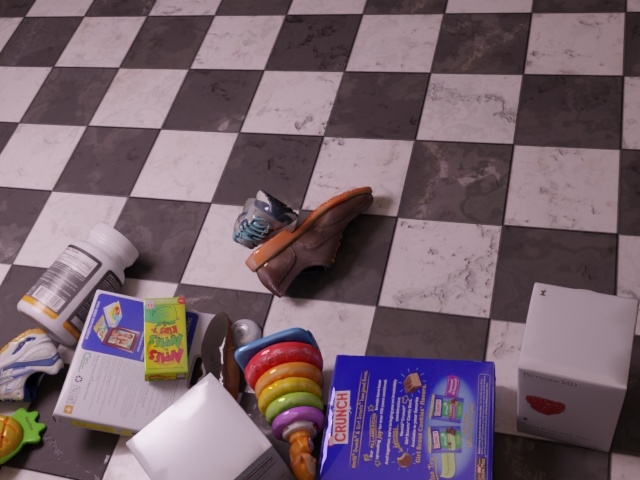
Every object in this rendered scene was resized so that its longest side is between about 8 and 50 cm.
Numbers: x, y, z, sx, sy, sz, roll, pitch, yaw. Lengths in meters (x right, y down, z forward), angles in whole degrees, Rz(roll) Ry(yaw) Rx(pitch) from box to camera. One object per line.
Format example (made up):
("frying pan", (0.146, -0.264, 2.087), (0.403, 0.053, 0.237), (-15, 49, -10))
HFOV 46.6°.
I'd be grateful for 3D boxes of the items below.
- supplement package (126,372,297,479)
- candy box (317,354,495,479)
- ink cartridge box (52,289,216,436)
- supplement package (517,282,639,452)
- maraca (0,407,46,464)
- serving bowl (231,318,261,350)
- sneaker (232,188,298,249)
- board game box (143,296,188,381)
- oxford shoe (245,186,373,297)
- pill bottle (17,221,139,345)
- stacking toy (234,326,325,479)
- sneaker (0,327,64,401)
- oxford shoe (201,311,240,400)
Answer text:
("supplement package", (-0.187, 0.426, 1.391), (0.198, 0.263, 0.199), (-39, 56, -14))
("candy box", (0.173, 0.366, 1.432), (0.317, 0.122, 0.268), (2, 57, 14))
("ink cartridge box", (-0.390, 0.281, 1.648), (0.307, 0.072, 0.304), (14, 56, -6))
("supplement package", (0.457, 0.235, 1.345), (0.177, 0.293, 0.175), (9, 58, 21))
("maraca", (-0.702, 0.431, 1.628), (0.185, 0.099, 0.127), (-20, 50, -34))
("serving bowl", (-0.177, 0.213, 1.688), (0.083, 0.027, 0.083), (-7, 55, 9))
("sneaker", (-0.139, -0.034, 1.742), (0.110, 0.283, 0.122), (34, 77, -10))
("board game box", (-0.341, 0.215, 1.635), (0.092, 0.043, 0.181), (-1, 58, -14))
("oxford shoe", (0.000, 0.000, 1.761), (0.363, 0.130, 0.133), (-36, 86, -19))
("pill bottle", (-0.575, 0.101, 1.786), (0.162, 0.162, 0.278), (22, 63, 27))
("stacking toy", (-0.053, 0.334, 1.454), (0.165, 0.175, 0.302), (-20, 44, 2))
("sneaker", (-0.722, 0.332, 1.691), (0.296, 0.112, 0.131), (-38, 87, 7))
("oxford shoe", (-0.213, 0.259, 1.637), (0.076, 0.076, 0.212), (-26, 51, 29))
